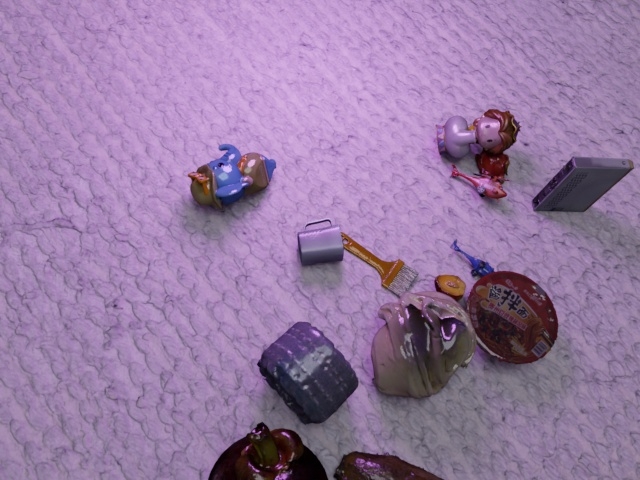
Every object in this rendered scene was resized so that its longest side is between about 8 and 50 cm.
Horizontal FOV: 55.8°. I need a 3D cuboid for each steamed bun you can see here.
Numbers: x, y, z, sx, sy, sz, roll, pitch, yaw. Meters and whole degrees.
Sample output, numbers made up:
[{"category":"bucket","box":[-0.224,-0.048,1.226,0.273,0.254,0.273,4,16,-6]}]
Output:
[{"category":"steamed bun","box":[0.277,0.268,1.607,0.274,0.206,0.320,20,68,-2]}]

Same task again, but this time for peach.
[{"category":"peach","box":[0.371,0.144,1.750,0.098,0.062,0.098,6,35,-4]}]

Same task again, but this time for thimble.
[{"category":"thimble","box":[-0.034,0.339,1.534,0.172,0.205,0.236,-41,102,-18]}]

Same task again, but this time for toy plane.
[{"category":"toy plane","box":[0.463,0.062,1.815,0.167,0.054,0.062,37,41,7]},{"category":"toy plane","box":[0.496,-0.186,1.903,0.194,0.126,0.077,25,92,1]}]

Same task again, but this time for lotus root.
[{"category":"lotus root","box":[0.196,0.622,1.504,0.329,0.078,0.167,21,63,1]}]

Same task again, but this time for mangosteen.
[{"category":"mangosteen","box":[-0.109,0.565,1.362,0.297,0.297,0.293,33,96,6]}]

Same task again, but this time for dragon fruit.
[{"category":"dragon fruit","box":[0.562,-0.259,1.961,0.112,0.068,0.127,11,65,-1]}]

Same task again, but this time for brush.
[{"category":"brush","box":[0.153,0.057,1.785,0.272,0.013,0.103,34,65,8]}]

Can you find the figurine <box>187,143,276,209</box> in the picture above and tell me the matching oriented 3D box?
[{"category":"figurine","box":[-0.264,-0.187,1.773,0.180,0.154,0.262,38,49,18]}]

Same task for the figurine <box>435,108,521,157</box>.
[{"category":"figurine","box":[0.503,-0.340,1.916,0.263,0.189,0.142,-7,108,14]}]

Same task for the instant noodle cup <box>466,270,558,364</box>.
[{"category":"instant noodle cup","box":[0.531,0.228,1.724,0.273,0.091,0.274,3,66,-7]}]

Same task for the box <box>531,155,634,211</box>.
[{"category":"box","box":[0.786,-0.168,1.843,0.210,0.270,0.045,0,65,-7]}]

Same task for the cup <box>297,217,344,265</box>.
[{"category":"cup","box":[0.000,0.000,1.737,0.129,0.095,0.128,-8,69,-6]}]
